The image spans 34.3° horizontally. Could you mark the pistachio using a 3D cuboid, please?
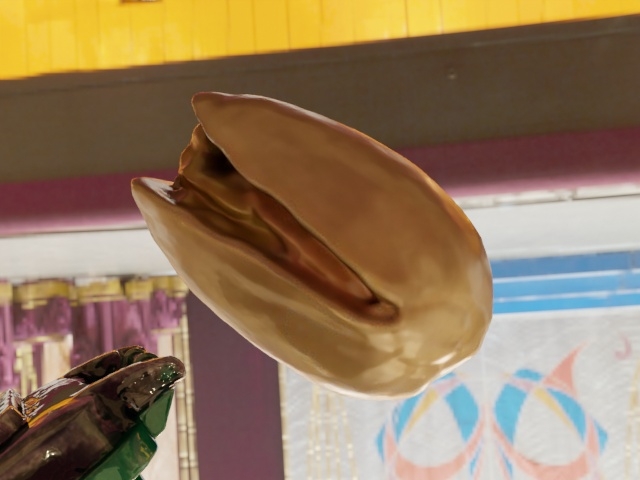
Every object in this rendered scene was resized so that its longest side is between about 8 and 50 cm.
[{"bbox_3d":[0.000,0.000,0.819,0.299,0.188,0.187,38,-173,15],"label":"pistachio"}]

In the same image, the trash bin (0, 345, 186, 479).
[{"bbox_3d":[-0.128,0.283,0.665,0.295,0.381,0.259,-39,-171,-16],"label":"trash bin"}]
